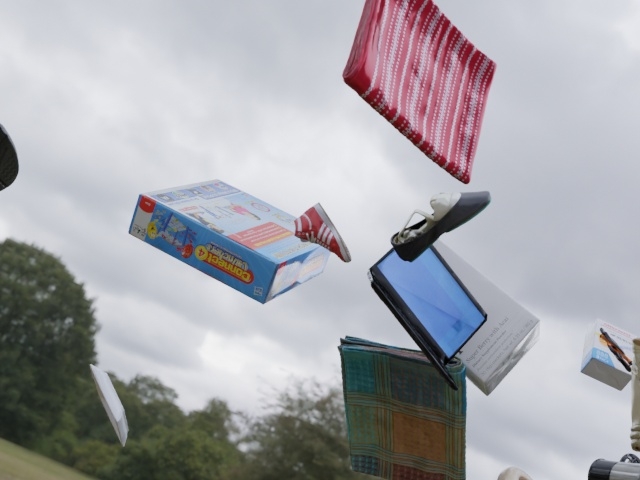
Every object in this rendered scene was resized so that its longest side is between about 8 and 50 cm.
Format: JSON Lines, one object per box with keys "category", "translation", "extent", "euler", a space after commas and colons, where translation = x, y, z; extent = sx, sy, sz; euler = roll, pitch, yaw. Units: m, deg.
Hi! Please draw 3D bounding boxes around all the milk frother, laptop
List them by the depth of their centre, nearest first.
{"category": "laptop", "translation": [0.204, 0.111, 1.506], "extent": [0.234, 0.137, 0.264], "euler": [51, 3, -3]}
{"category": "milk frother", "translation": [0.666, 0.497, 1.769], "extent": [0.129, 0.143, 0.135], "euler": [49, -29, -16]}

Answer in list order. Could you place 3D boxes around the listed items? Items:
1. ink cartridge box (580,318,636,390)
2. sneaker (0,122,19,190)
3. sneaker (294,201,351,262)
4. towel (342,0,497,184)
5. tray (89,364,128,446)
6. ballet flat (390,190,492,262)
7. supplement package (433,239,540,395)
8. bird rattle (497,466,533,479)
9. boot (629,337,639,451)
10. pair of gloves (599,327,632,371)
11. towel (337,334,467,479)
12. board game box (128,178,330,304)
{"category": "ink cartridge box", "translation": [0.684, 0.256, 1.989], "extent": [0.104, 0.181, 0.061], "euler": [25, -50, 4]}
{"category": "sneaker", "translation": [-0.496, -0.159, 1.104], "extent": [0.130, 0.087, 0.227], "euler": [29, -14, 44]}
{"category": "sneaker", "translation": [0.000, 0.000, 1.409], "extent": [0.118, 0.067, 0.042], "euler": [59, 1, 21]}
{"category": "towel", "translation": [0.139, -0.219, 1.094], "extent": [0.031, 0.198, 0.275], "euler": [-3, -27, 44]}
{"category": "tray", "translation": [-0.476, 0.378, 1.922], "extent": [0.145, 0.030, 0.270], "euler": [59, -21, 17]}
{"category": "ballet flat", "translation": [0.197, -0.036, 1.440], "extent": [0.074, 0.074, 0.203], "euler": [33, -53, -26]}
{"category": "supplement package", "translation": [0.298, 0.160, 1.796], "extent": [0.293, 0.177, 0.175], "euler": [41, -5, 23]}
{"category": "bird rattle", "translation": [0.366, 0.495, 1.493], "extent": [0.254, 0.143, 0.207], "euler": [37, 20, -15]}
{"category": "boot", "translation": [0.615, 0.289, 1.520], "extent": [0.095, 0.203, 0.262], "euler": [-2, -14, 27]}
{"category": "pair of gloves", "translation": [0.471, 0.176, 1.345], "extent": [0.074, 0.010, 0.083], "euler": [54, 5, 27]}
{"category": "towel", "translation": [0.177, 0.379, 1.781], "extent": [0.272, 0.040, 0.370], "euler": [8, -58, 22]}
{"category": "board game box", "translation": [-0.162, -0.010, 1.649], "extent": [0.302, 0.086, 0.308], "euler": [27, 17, 16]}
